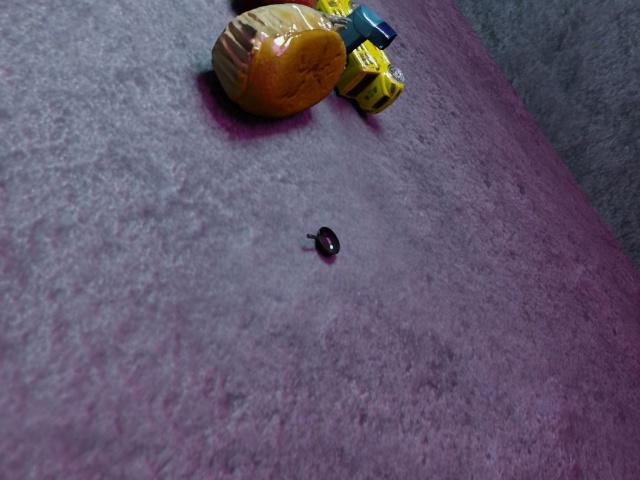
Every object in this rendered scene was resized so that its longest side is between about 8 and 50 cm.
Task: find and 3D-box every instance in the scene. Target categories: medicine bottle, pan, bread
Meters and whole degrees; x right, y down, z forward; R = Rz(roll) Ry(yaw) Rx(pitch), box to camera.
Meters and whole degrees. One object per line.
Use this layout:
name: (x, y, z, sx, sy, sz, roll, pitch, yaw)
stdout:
medicine bottle: (0.067, -0.502, 1.840, 0.124, 0.258, 0.079, 56, 33, -8)
pan: (-0.001, 0.000, 1.553, 0.115, 0.023, 0.068, 12, 55, -51)
bread: (-0.077, -0.404, 1.621, 0.183, 0.236, 0.388, 47, 39, 13)

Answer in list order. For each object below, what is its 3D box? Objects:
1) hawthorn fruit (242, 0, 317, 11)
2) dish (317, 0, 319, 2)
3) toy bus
hawthorn fruit: (-0.118, -0.617, 1.771, 0.235, 0.181, 0.181, 1, 63, -52)
dish: (0.002, -0.701, 2.011, 0.191, 0.191, 0.066, -40, 112, -57)
toy bus: (0.088, -0.512, 1.982, 0.152, 0.144, 0.330, -19, 76, -48)
